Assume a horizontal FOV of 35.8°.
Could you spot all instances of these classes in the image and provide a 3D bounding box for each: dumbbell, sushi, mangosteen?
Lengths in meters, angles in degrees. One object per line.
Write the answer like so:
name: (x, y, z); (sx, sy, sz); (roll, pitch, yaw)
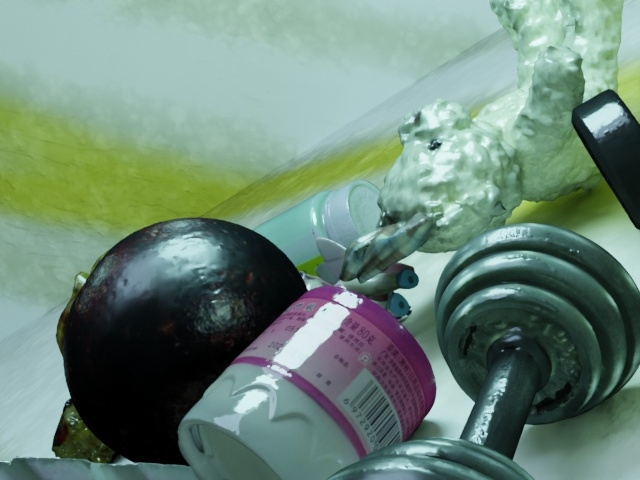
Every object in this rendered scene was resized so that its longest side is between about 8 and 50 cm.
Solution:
dumbbell: (0.384, -0.123, 1.006); (0.218, 0.152, 0.152); (-32, 13, 14)
sushi: (-0.313, 0.262, 1.508); (0.212, 0.147, 0.115); (-50, 13, 21)
dumbbell: (0.122, 0.134, 0.697); (0.179, 0.179, 0.406); (-27, 15, 35)
mangosteen: (-0.146, 0.113, 1.139); (0.297, 0.297, 0.313); (-36, 12, 0)

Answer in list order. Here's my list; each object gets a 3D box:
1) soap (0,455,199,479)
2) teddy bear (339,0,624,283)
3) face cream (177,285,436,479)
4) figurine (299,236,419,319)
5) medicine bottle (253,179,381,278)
soap: (-0.229, 0.242, 0.980); (0.258, 0.302, 0.159); (-44, 7, -33)
teddy bear: (0.174, -0.158, 1.182); (0.362, 0.376, 0.327); (-7, 1, -22)
face cream: (-0.011, 0.165, 0.938); (0.195, 0.175, 0.175); (-42, 14, -34)
figurine: (0.033, 0.104, 1.279); (0.260, 0.102, 0.205); (-16, 59, 53)
medicine bottle: (0.000, 0.000, 1.596); (0.225, 0.139, 0.139); (-27, 15, 36)
